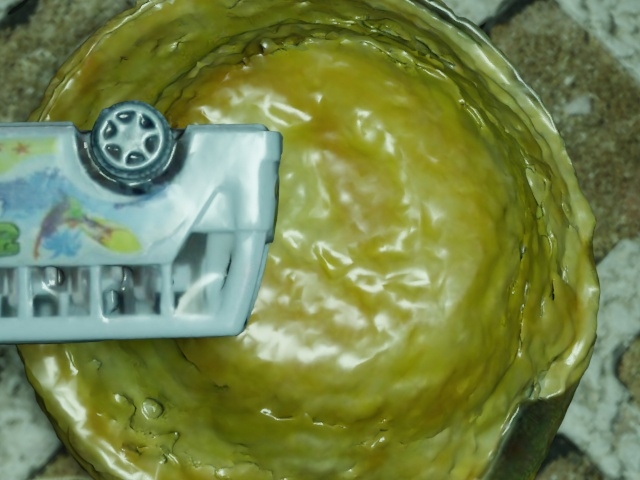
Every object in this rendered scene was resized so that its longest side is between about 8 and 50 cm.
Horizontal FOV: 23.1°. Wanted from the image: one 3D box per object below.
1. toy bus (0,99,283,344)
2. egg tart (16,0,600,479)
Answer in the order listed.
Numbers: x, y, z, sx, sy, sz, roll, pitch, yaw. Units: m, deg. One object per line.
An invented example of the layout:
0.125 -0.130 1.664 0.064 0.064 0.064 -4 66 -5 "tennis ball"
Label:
-0.185 -0.007 0.905 0.330 0.109 0.135 -1 87 -1 "toy bus"
0.000 0.000 1.062 0.443 0.178 0.443 3 77 -11 "egg tart"
